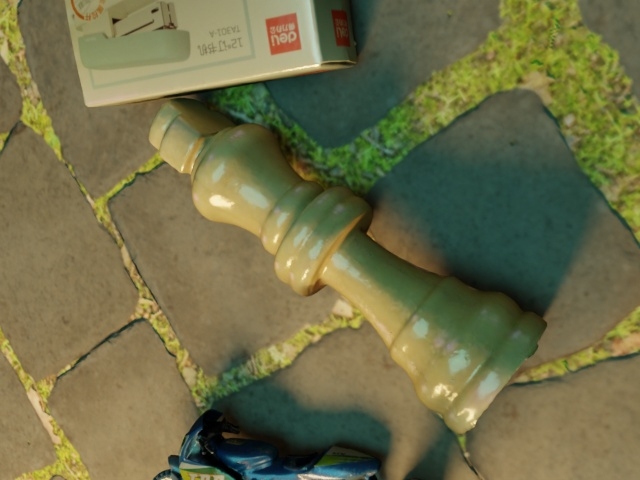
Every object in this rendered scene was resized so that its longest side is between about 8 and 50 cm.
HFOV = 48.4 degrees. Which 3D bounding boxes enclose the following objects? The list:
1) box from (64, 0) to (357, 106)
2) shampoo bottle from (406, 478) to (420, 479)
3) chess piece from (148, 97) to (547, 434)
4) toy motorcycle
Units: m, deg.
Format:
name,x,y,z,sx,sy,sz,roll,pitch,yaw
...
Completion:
name,x,y,z,sx,sy,sz,roll,pitch,yaw
box,-0.104,-0.205,0.643,0.269,0.079,0.135,-3,102,27
shampoo bottle,0.047,0.277,0.607,0.051,0.221,0.108,27,113,20
chess piece,0.000,0.000,0.630,0.397,0.117,0.117,37,116,16
toy motorcycle,-0.064,0.248,0.733,0.254,0.092,0.136,2,94,17
